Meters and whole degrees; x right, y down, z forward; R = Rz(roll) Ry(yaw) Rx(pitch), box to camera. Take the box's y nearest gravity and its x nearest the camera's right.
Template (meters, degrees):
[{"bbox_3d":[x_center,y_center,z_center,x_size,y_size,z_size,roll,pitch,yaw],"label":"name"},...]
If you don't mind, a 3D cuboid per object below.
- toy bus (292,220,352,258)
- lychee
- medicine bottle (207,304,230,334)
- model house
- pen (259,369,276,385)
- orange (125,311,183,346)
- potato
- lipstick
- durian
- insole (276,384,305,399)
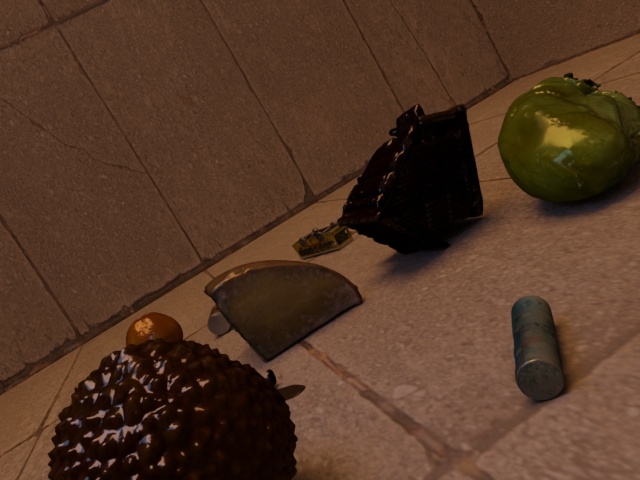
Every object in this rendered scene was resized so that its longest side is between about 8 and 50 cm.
[{"bbox_3d":[0.000,0.000,1.943,0.081,0.074,0.226,-35,10,-35],"label":"toy bus"},{"bbox_3d":[-0.152,0.238,0.654,0.268,0.267,0.267,-29,9,5],"label":"lychee"},{"bbox_3d":[-0.256,0.200,1.744,0.092,0.061,0.220,-6,8,-5],"label":"medicine bottle"},{"bbox_3d":[0.157,-0.109,1.357,0.283,0.297,0.317,-27,10,-19],"label":"model house"},{"bbox_3d":[-0.193,0.292,1.100,0.269,0.033,0.033,-28,9,13],"label":"pen"},{"bbox_3d":[-0.460,0.267,1.750,0.159,0.136,0.159,-27,7,4],"label":"orange"},{"bbox_3d":[-0.084,0.099,1.308,0.264,0.189,0.211,-31,9,-6],"label":"potato"},{"bbox_3d":[0.235,0.113,0.695,0.048,0.048,0.158,-26,10,22],"label":"lipstick"},{"bbox_3d":[0.448,-0.183,1.156,0.256,0.204,0.340,-7,23,38],"label":"durian"},{"bbox_3d":[-0.073,0.252,1.043,0.135,0.002,0.045,-21,13,47],"label":"insole"}]
